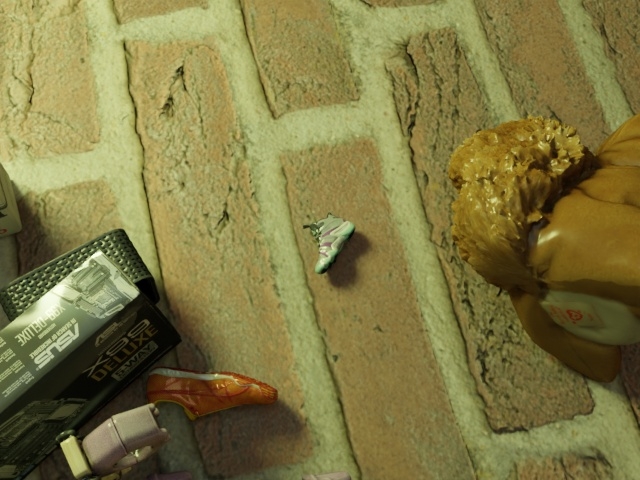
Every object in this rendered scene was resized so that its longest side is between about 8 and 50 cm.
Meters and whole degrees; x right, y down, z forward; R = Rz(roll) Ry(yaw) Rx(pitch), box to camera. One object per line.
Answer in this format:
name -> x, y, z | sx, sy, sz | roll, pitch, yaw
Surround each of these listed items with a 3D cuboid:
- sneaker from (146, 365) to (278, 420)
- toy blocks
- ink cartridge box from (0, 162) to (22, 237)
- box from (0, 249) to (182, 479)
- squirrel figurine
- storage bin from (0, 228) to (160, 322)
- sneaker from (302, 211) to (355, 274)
sneaker -> -0.143, 0.206, 1.034 | 0.175, 0.064, 0.067 | 4, 82, 4
toy blocks -> -0.082, 0.312, 0.870 | 0.260, 0.288, 0.309 | -28, 69, -12
ink cartridge box -> -0.511, -0.069, 1.013 | 0.172, 0.237, 0.100 | -18, 73, -13
box -> -0.321, 0.167, 0.910 | 0.307, 0.242, 0.076 | -41, 76, -13
squirrel figurine -> 0.377, -0.061, 1.081 | 0.397, 0.281, 0.370 | 28, 61, 4
storage bin -> -0.316, 0.075, 1.031 | 0.180, 0.122, 0.084 | -31, 73, -17
sneaker -> 0.000, 0.000, 1.141 | 0.069, 0.038, 0.098 | 30, 58, 9
